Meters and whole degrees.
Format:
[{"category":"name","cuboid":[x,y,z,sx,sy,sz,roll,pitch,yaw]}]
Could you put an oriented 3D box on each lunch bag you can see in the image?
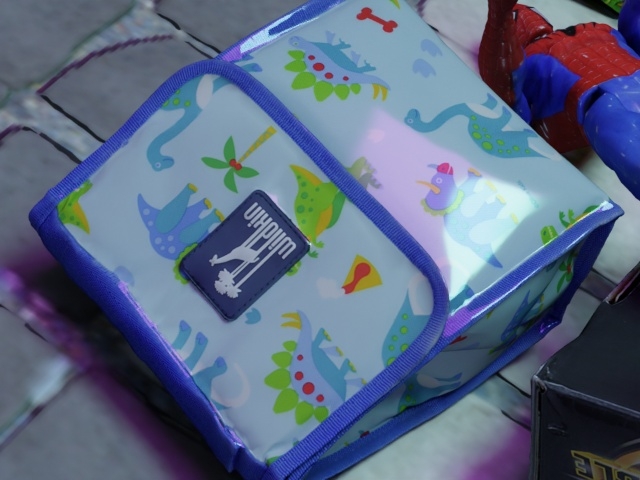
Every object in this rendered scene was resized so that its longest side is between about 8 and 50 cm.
[{"category":"lunch bag","cuboid":[0.000,0.000,0.603,0.151,0.096,0.129,-33,68,-27]}]

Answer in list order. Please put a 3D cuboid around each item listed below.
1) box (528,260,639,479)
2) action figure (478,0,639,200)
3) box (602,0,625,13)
[{"category":"box","cuboid":[0.265,0.041,0.615,0.295,0.073,0.293,16,38,29]},{"category":"action figure","cuboid":[0.115,-0.073,0.638,0.091,0.139,0.280,-18,21,-12]},{"category":"box","cuboid":[0.104,-0.311,0.839,0.279,0.177,0.290,33,43,-14]}]
